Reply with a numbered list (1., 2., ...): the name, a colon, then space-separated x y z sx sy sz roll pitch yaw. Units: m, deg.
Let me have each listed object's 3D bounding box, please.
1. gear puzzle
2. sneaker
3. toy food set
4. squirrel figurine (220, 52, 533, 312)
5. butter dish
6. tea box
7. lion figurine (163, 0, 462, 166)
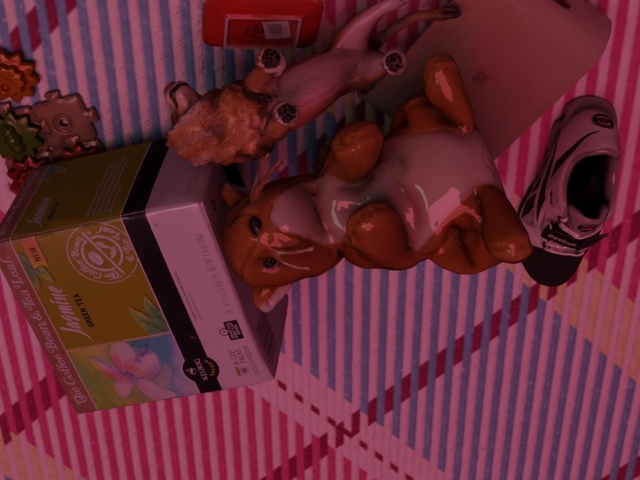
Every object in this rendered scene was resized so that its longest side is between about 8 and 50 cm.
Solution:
1. gear puzzle: -0.413 -0.138 1.748 0.176 0.044 0.339 -12 124 10
2. sneaker: 0.375 -0.041 1.740 0.123 0.146 0.330 3 127 -3
3. toy food set: 0.227 -0.255 1.634 0.220 0.092 0.306 29 129 -20
4. squirrel figurine: 0.057 -0.036 1.575 0.370 0.397 0.281 -22 86 5
5. butter dish: -0.080 -0.334 1.563 0.160 0.118 0.160 1 166 -6
6. tea box: -0.254 0.048 1.707 0.324 0.220 0.329 -11 122 14
7. lion figurine: -0.015 -0.212 1.544 0.392 0.240 0.142 -22 88 -19
